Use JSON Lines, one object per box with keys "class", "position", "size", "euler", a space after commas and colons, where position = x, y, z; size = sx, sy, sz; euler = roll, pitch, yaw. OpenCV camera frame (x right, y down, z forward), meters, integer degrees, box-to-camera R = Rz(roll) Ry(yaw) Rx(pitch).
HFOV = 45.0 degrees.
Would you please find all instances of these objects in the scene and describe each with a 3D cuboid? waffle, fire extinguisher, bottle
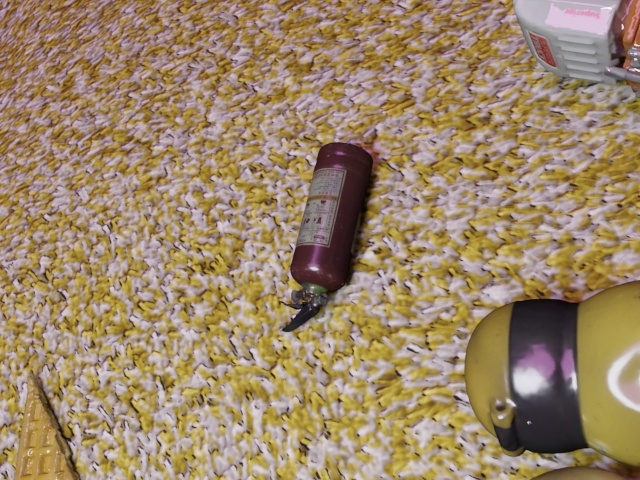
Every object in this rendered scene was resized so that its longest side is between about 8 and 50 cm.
{"class": "waffle", "position": [-0.338, 0.254, 0.995], "size": [0.125, 0.032, 0.191], "euler": [-11, 63, 23]}
{"class": "fire extinguisher", "position": [0.000, 0.000, 0.938], "size": [0.099, 0.071, 0.231], "euler": [-12, 59, 53]}
{"class": "bottle", "position": [0.300, 0.111, 0.667], "size": [0.351, 0.171, 0.172], "euler": [-4, 64, 25]}

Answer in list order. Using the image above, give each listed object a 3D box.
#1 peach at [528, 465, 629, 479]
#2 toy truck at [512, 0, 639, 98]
{"class": "peach", "position": [0.209, 0.308, 0.617], "size": [0.232, 0.232, 0.233], "euler": [-11, 62, 21]}
{"class": "toy truck", "position": [0.394, -0.240, 0.792], "size": [0.387, 0.173, 0.207], "euler": [18, 84, 29]}
